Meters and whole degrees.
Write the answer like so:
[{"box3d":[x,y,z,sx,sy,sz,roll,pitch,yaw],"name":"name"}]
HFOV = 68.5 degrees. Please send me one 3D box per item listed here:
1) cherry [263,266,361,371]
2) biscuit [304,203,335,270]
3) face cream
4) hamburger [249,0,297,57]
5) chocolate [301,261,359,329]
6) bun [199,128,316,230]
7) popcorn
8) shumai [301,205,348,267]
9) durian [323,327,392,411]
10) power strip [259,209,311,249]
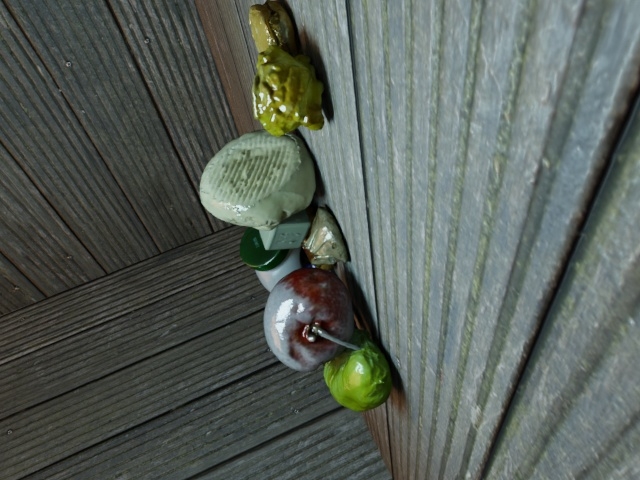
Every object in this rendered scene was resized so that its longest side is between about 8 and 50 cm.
[{"box3d":[-0.035,0.254,1.504,0.335,0.291,0.326,111,166,-70],"name":"cherry"},{"box3d":[-0.037,-0.025,1.720,0.213,0.091,0.274,77,170,-56],"name":"biscuit"},{"box3d":[-0.143,0.073,1.908,0.357,0.219,0.312,39,-128,-52],"name":"face cream"},{"box3d":[-0.107,-0.469,1.075,0.138,0.083,0.147,82,162,-45],"name":"hamburger"},{"box3d":[0.052,0.233,1.751,0.343,0.126,0.148,50,150,26],"name":"chocolate"},{"box3d":[-0.178,-0.172,1.449,0.360,0.359,0.211,62,177,36],"name":"bun"},{"box3d":[-0.067,-0.318,1.011,0.197,0.155,0.198,-9,-90,-83],"name":"popcorn"},{"box3d":[0.000,0.000,1.466,0.201,0.120,0.201,157,90,-84],"name":"shumai"},{"box3d":[0.122,0.429,1.523,0.340,0.204,0.256,-131,33,-73],"name":"durian"},{"box3d":[-0.142,-0.095,1.618,0.224,0.140,0.139,66,149,33],"name":"power strip"}]
